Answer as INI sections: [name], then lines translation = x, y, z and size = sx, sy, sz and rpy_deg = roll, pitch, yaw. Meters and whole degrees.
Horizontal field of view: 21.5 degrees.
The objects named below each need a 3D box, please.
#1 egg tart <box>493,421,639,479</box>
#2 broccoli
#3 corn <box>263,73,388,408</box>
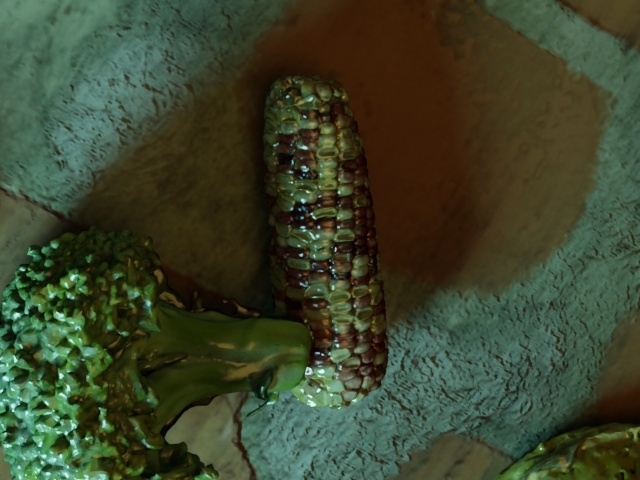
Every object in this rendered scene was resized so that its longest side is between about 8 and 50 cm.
[egg tart]
translation = 0.281, 0.328, 1.589
size = 0.341, 0.132, 0.341
rpy_deg = -6, 105, -21
[broccoli]
translation = -0.142, 0.114, 1.308
size = 0.273, 0.180, 0.242
rpy_deg = 0, 101, 1
[corn]
translation = 0.000, 0.000, 1.416
size = 0.098, 0.098, 0.290
rpy_deg = -12, 105, -18
